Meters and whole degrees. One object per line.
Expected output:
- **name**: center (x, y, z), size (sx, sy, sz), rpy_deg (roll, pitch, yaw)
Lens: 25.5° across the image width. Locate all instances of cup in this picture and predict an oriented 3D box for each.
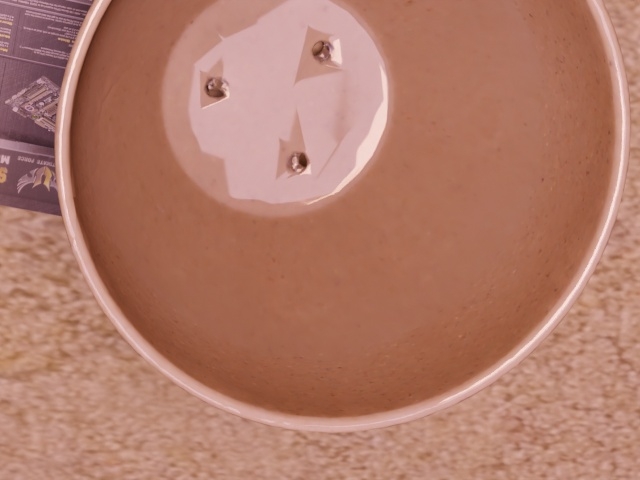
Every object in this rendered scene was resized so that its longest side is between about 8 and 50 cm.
- **cup**: center (-0.006, -0.076, 0.894), size (0.331, 0.237, 0.331), rpy_deg (-3, 104, -13)

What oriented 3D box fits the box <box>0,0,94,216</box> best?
- **box**: center (-0.241, -0.121, 0.956), size (0.231, 0.056, 0.183), rpy_deg (10, 114, -12)
